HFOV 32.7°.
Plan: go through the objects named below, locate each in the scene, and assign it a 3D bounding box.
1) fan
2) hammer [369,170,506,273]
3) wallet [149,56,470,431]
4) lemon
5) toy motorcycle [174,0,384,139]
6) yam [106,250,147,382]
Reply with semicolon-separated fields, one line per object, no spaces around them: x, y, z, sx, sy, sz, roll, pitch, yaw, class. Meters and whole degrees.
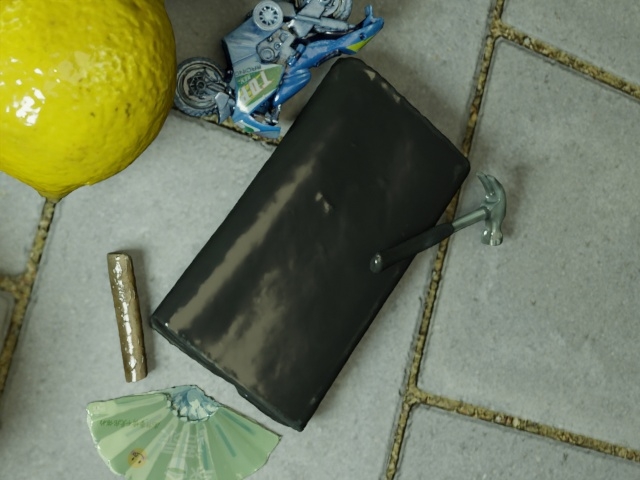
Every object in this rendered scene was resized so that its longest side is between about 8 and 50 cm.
-0.155;0.230;1.246;0.240;0.009;0.131;14;85;-25;fan
0.147;-0.014;1.331;0.246;0.029;0.103;-21;121;-41;hammer
-0.001;0.000;1.298;0.228;0.062;0.406;41;73;-20;wallet
-0.254;-0.179;1.089;0.228;0.228;0.253;30;71;-22;lemon
-0.045;-0.206;1.259;0.254;0.092;0.135;-39;101;-8;toy motorcycle
-0.213;0.084;1.207;0.032;0.032;0.145;-9;95;-26;yam
